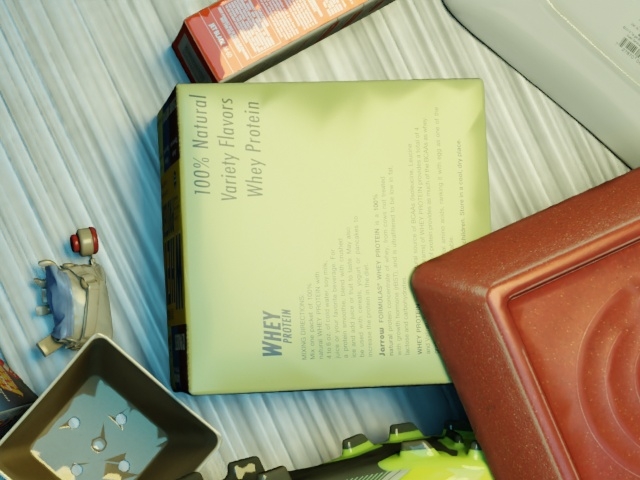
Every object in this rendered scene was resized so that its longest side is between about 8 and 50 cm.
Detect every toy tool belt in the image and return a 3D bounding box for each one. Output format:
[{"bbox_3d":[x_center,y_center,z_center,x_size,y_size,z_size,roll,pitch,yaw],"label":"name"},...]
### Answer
[{"bbox_3d":[-0.171,0.034,1.154,0.051,0.052,0.083,-8,86,-19],"label":"toy tool belt"}]

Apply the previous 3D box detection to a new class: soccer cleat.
[{"bbox_3d":[0.035,0.190,1.106,0.289,0.093,0.121,-8,95,-21],"label":"soccer cleat"}]

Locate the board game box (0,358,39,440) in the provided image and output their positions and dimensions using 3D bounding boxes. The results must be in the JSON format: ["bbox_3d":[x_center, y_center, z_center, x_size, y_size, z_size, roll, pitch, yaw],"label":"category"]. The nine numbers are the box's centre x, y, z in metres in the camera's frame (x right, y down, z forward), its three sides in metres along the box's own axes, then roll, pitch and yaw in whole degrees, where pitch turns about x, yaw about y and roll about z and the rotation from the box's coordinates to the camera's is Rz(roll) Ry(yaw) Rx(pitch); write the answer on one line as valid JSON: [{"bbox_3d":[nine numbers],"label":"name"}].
[{"bbox_3d":[-0.264,0.074,1.083,0.060,0.194,0.194,-42,71,3],"label":"board game box"}]

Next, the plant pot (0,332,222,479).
[{"bbox_3d":[-0.144,0.137,1.126,0.109,0.096,0.109,41,79,-4],"label":"plant pot"}]

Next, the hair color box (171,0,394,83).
[{"bbox_3d":[-0.015,-0.161,1.176,0.167,0.093,0.053,-29,91,-12],"label":"hair color box"}]

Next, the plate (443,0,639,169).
[{"bbox_3d":[0.275,-0.193,1.255,0.277,0.045,0.278,40,80,-5],"label":"plate"}]

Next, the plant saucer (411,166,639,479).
[{"bbox_3d":[0.223,0.086,1.091,0.259,0.048,0.258,-23,91,-13],"label":"plant saucer"}]

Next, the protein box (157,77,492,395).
[{"bbox_3d":[0.000,0.000,1.143,0.201,0.136,0.199,-2,86,-11],"label":"protein box"}]
